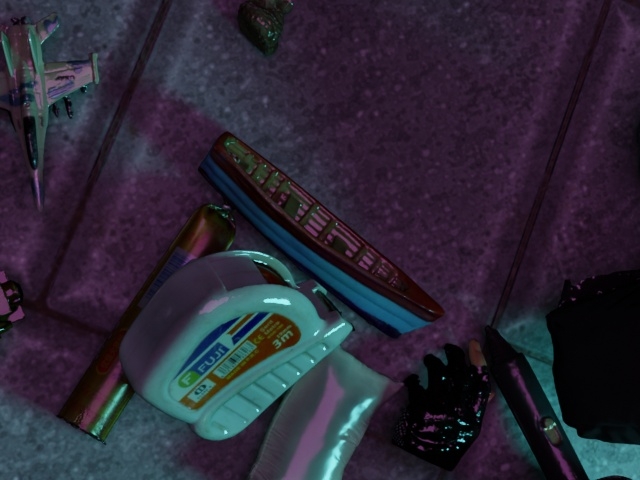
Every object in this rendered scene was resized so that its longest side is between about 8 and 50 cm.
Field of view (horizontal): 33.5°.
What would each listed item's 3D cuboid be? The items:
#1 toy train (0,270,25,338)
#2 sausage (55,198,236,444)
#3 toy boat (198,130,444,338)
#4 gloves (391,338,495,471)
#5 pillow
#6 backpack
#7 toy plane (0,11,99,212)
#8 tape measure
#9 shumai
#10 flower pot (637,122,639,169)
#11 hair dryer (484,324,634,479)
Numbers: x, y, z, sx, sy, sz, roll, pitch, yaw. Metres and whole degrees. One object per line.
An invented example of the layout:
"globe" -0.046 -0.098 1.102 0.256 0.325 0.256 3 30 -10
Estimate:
"toy train" -0.483 0.109 1.335 0.226 0.137 0.090 -22 91 -16
"sausage" -0.218 0.095 1.414 0.082 0.082 0.371 33 79 -6
"toy boat" 0.000 0.000 1.451 0.392 0.136 0.079 41 109 -8
"gloves" 0.181 0.218 1.463 0.129 0.106 0.180 26 85 -5
"pillow" 0.002 0.264 1.438 0.144 0.078 0.254 29 79 -7
"backpack" 0.530 0.107 1.407 0.446 0.363 0.254 -13 90 -41
"toy plane" -0.385 -0.169 1.409 0.192 0.088 0.261 -6 96 -6
"tape measure" -0.115 0.122 1.358 0.243 0.125 0.246 -44 133 4
"shumai" -0.069 -0.312 1.483 0.080 0.082 0.083 -40 114 -13
"flower pot" 0.580 -0.141 1.502 0.265 0.243 0.265 2 82 -12
"hair dryer" 0.316 0.270 1.457 0.107 0.189 0.352 -23 78 -20
